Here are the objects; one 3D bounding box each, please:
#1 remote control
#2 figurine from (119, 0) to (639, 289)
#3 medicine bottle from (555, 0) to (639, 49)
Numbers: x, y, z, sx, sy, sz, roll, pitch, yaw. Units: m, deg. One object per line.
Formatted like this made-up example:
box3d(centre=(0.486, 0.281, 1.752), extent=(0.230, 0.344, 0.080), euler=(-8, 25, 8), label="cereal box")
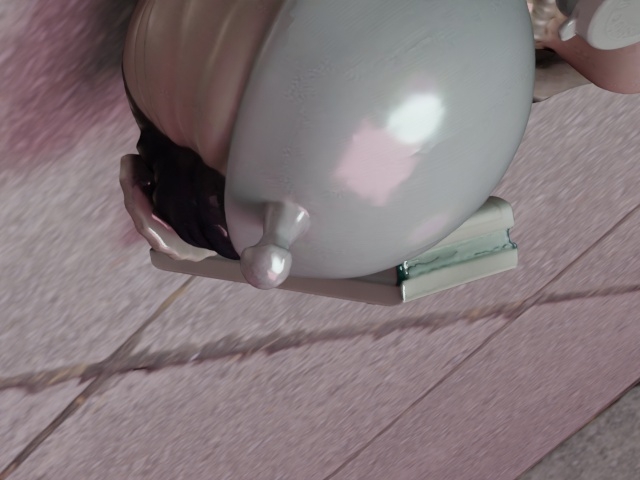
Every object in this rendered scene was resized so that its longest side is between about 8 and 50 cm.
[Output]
box3d(centre=(0.000, 0.000, 1.309), extent=(0.103, 0.055, 0.277), euler=(-16, -166, -37), label="remote control")
box3d(centre=(0.059, -0.121, 1.113), extent=(0.361, 0.211, 0.253), euler=(-24, 127, -22), label="figurine")
box3d(centre=(0.114, -0.205, 0.971), extent=(0.135, 0.215, 0.135), euler=(-28, 160, -11), label="medicine bottle")
